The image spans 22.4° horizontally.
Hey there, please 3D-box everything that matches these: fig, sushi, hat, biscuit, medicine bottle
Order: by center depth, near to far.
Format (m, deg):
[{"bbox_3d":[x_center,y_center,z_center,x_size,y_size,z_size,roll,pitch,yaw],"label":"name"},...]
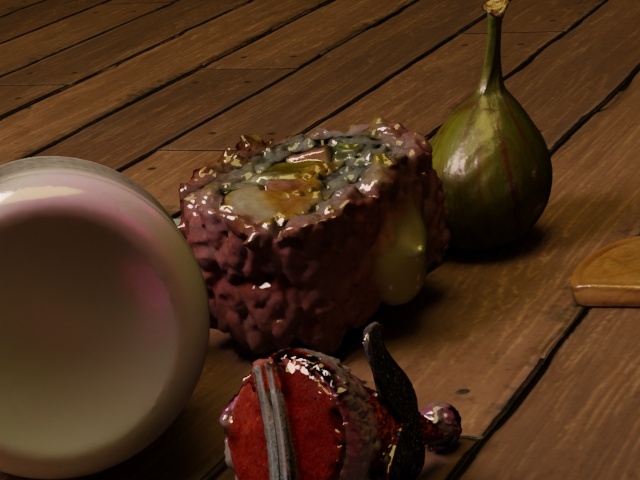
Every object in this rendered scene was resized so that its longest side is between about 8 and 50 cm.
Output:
[{"bbox_3d":[0.036,0.150,1.190,0.227,0.140,0.129,5,-39,-47],"label":"hat"},{"bbox_3d":[-0.223,0.050,1.352,0.241,0.241,0.302,-10,10,-8],"label":"medicine bottle"},{"bbox_3d":[0.000,0.000,1.532,0.237,0.170,0.270,5,24,31],"label":"sushi"},{"bbox_3d":[0.338,0.022,1.553,0.221,0.029,0.142,-11,19,-10],"label":"biscuit"},{"bbox_3d":[0.162,-0.121,1.687,0.151,0.259,0.151,-7,10,1],"label":"fig"}]

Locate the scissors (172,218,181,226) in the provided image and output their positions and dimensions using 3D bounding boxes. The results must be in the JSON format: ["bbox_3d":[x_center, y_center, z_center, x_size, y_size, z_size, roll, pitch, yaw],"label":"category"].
[{"bbox_3d":[-0.149,-0.011,1.829,0.447,0.029,0.192,2,21,25],"label":"scissors"}]
